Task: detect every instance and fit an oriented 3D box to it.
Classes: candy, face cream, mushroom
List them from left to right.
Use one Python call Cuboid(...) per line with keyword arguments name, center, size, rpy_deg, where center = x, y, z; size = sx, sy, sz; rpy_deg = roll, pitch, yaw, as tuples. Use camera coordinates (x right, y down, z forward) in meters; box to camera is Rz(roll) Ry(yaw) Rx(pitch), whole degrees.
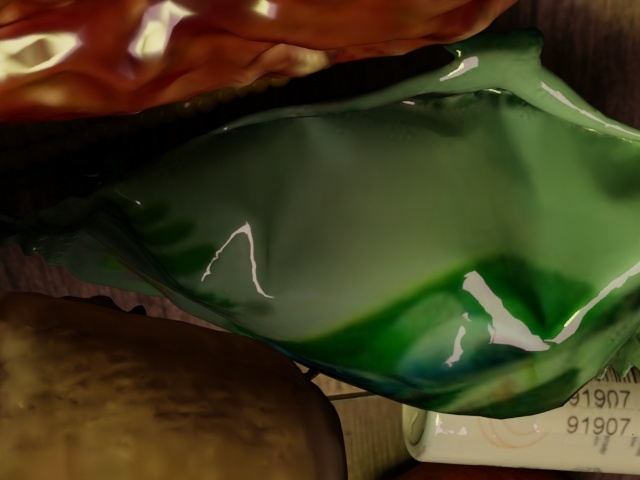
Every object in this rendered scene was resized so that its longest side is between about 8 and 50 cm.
Cuboid(name="mushroom", center=(-0.227, 0.097, 0.525), size=(0.397, 0.313, 0.224), rpy_deg=(16, 87, -25))
Cuboid(name="candy", center=(-0.001, 0.007, 0.760), size=(0.398, 0.172, 0.263), rpy_deg=(1, 166, -12))
Cuboid(name="face cream", center=(0.191, 0.113, 0.961), size=(0.269, 0.082, 0.082), rpy_deg=(4, 134, -11))

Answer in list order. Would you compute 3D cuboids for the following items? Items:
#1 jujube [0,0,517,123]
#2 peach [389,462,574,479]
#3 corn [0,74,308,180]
Cuboid(name="jujube", center=(-0.057, -0.185, 0.500), size=(0.377, 0.276, 0.276), rpy_deg=(-11, 135, 2))
Cuboid(name="peach", center=(0.114, 0.279, 0.994), size=(0.232, 0.257, 0.232), rpy_deg=(-1, 135, -1))
Cuboid(name="corn", center=(-0.090, -0.106, 0.686), size=(0.363, 0.120, 0.120), rpy_deg=(-14, 134, 8))
